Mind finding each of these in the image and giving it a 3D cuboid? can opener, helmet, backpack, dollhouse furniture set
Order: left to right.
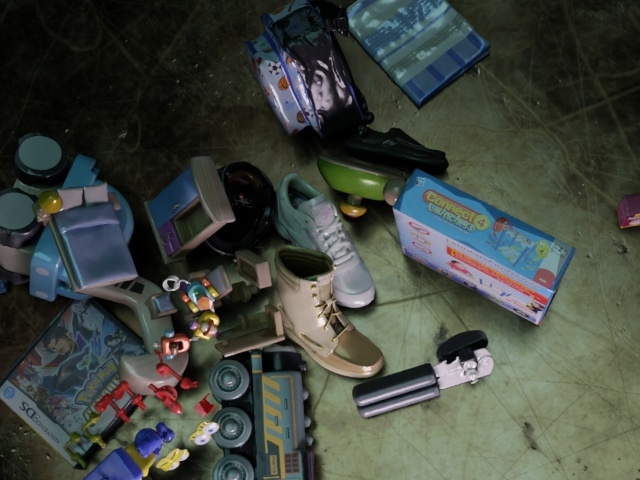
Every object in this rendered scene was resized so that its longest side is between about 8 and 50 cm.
[{"bbox_3d":[-0.330,0.003,1.664,0.198,0.303,0.287,-35,72,44],"label":"dollhouse furniture set"},{"bbox_3d":[-0.179,-0.060,1.831,0.161,0.169,0.169,-47,66,41],"label":"helmet"},{"bbox_3d":[-0.162,0.116,1.747,0.123,0.144,0.151,-15,108,-23],"label":"dollhouse furniture set"},{"bbox_3d":[-0.032,-0.355,1.846,0.213,0.277,0.263,-17,39,2],"label":"backpack"},{"bbox_3d":[0.196,0.259,1.740,0.280,0.074,0.093,-21,38,0],"label":"can opener"}]

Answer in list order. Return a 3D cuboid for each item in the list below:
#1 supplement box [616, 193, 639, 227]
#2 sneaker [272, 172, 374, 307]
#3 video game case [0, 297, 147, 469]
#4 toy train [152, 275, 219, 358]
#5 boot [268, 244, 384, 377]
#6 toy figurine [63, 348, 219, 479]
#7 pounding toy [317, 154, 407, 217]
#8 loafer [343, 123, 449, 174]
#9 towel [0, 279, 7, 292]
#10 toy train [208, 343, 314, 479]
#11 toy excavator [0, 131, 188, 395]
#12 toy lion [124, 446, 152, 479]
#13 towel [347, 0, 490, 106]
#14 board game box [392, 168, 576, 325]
[{"bbox_3d":[0.606,-0.059,1.752,0.054,0.083,0.043,-8,73,7],"label":"supplement box"},{"bbox_3d":[0.000,0.000,1.786,0.114,0.152,0.305,-31,72,-24],"label":"sneaker"},{"bbox_3d":[-0.487,0.276,1.845,0.248,0.035,0.275,37,83,17],"label":"video game case"},{"bbox_3d":[-0.244,0.147,1.684,0.125,0.046,0.166,-3,114,-21],"label":"toy train"},{"bbox_3d":[0.015,0.132,1.717,0.262,0.203,0.095,32,51,21],"label":"boot"},{"bbox_3d":[-0.373,0.388,1.611,0.362,0.217,0.191,-42,89,25],"label":"toy figurine"},{"bbox_3d":[0.093,-0.088,1.797,0.236,0.183,0.110,20,100,32],"label":"pounding toy"},{"bbox_3d":[0.159,-0.195,1.860,0.220,0.080,0.078,15,77,13],"label":"loafer"},{"bbox_3d":[-0.724,0.086,1.939,0.119,0.029,0.067,-10,73,6],"label":"towel"},{"bbox_3d":[-0.111,0.355,1.722,0.190,0.142,0.334,-3,71,-5],"label":"toy train"},{"bbox_3d":[-0.441,0.049,1.810,0.445,0.222,0.433,17,58,-8],"label":"toy excavator"},{"bbox_3d":[-0.384,0.467,1.780,0.096,0.034,0.100,-32,72,6],"label":"toy lion"},{"bbox_3d":[0.200,-0.448,1.952,0.209,0.034,0.285,-37,73,-2],"label":"towel"},{"bbox_3d":[0.292,0.020,1.662,0.308,0.302,0.086,29,80,15],"label":"board game box"}]
